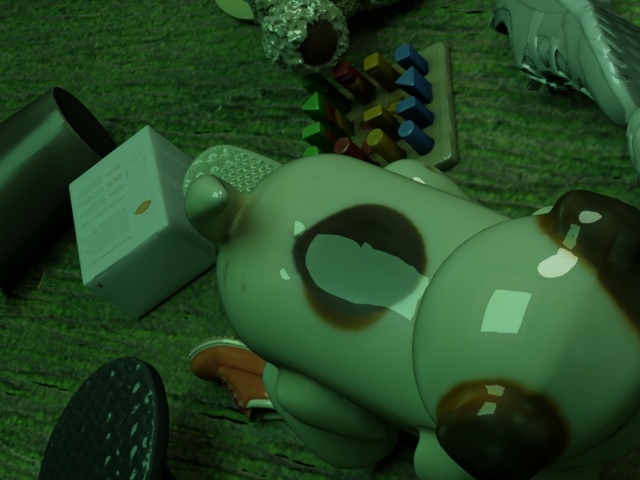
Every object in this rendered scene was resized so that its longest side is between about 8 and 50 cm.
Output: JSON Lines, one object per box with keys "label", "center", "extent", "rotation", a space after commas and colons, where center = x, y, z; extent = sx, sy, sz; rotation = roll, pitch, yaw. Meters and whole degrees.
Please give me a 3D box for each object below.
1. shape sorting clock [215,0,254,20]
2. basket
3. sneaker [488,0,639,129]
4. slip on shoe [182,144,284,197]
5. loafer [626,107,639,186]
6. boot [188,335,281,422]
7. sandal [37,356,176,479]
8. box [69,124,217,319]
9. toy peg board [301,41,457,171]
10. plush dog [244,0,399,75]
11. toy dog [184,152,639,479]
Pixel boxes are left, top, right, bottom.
{"label": "shape sorting clock", "center": [-0.053, -0.361, 2.015], "extent": [0.206, 0.040, 0.206], "rotation": [-20, 53, 28]}
{"label": "basket", "center": [-0.371, -0.070, 2.028], "extent": [0.227, 0.154, 0.204], "rotation": [-38, 44, 11]}
{"label": "sneaker", "center": [0.249, -0.177, 1.590], "extent": [0.115, 0.105, 0.281], "rotation": [-53, 32, 22]}
{"label": "slip on shoe", "center": [0.000, 0.000, 1.678], "extent": [0.331, 0.101, 0.123], "rotation": [27, 80, 35]}
{"label": "loafer", "center": [0.408, -0.122, 1.385], "extent": [0.319, 0.112, 0.111], "rotation": [-34, 49, 31]}
{"label": "boot", "center": [-0.081, 0.144, 1.679], "extent": [0.158, 0.059, 0.085], "rotation": [-3, 65, 40]}
{"label": "sandal", "center": [-0.206, 0.341, 1.637], "extent": [0.167, 0.107, 0.446], "rotation": [-10, 69, 36]}
{"label": "box", "center": [-0.205, -0.021, 1.879], "extent": [0.130, 0.091, 0.170], "rotation": [-34, 44, 19]}
{"label": "toy peg board", "center": [0.053, -0.132, 1.731], "extent": [0.160, 0.079, 0.161], "rotation": [-24, 49, 29]}
{"label": "plush dog", "center": [-0.035, -0.329, 1.795], "extent": [0.262, 0.225, 0.210], "rotation": [-42, 30, -28]}
{"label": "toy dog", "center": [0.118, 0.050, 1.324], "extent": [0.284, 0.395, 0.408], "rotation": [-53, 32, -14]}
